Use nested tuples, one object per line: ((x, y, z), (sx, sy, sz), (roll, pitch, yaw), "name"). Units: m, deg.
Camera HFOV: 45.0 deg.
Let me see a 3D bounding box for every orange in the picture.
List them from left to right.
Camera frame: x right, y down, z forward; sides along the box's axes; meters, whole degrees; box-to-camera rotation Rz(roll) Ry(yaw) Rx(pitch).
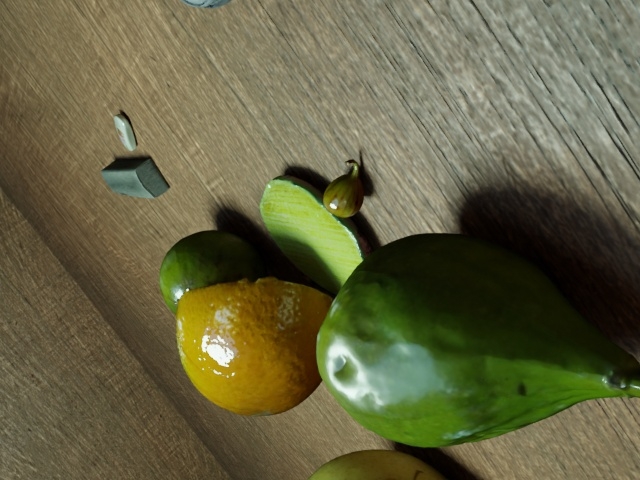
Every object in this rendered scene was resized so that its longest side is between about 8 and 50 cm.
((-0.099, 0.153, 1.222), (0.274, 0.274, 0.310), (56, 178, -14), "orange")

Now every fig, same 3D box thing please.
((-0.184, 0.059, 1.326), (0.191, 0.181, 0.181), (-120, 5, -58), "fig")
((0.032, -0.064, 0.926), (0.050, 0.050, 0.083), (39, 138, 24), "fig")
((0.158, 0.125, 0.770), (0.314, 0.233, 0.233), (31, 150, 27), "fig")

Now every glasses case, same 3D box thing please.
((-0.361, -0.200, 1.430), (0.032, 0.021, 0.083), (36, 153, 24), "glasses case")
((-0.371, -0.122, 1.529), (0.205, 0.047, 0.070), (7, 133, 56), "glasses case")

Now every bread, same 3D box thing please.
((0.000, 0.000, 1.086), (0.228, 0.033, 0.228), (39, 156, 22), "bread")

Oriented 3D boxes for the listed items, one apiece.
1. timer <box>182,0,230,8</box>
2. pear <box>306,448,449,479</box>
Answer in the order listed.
((-0.161, -0.353, 0.814), (0.208, 0.069, 0.190), (41, 151, 23), "timer")
((0.108, 0.525, 1.297), (0.348, 0.348, 0.348), (39, 153, 24), "pear")
